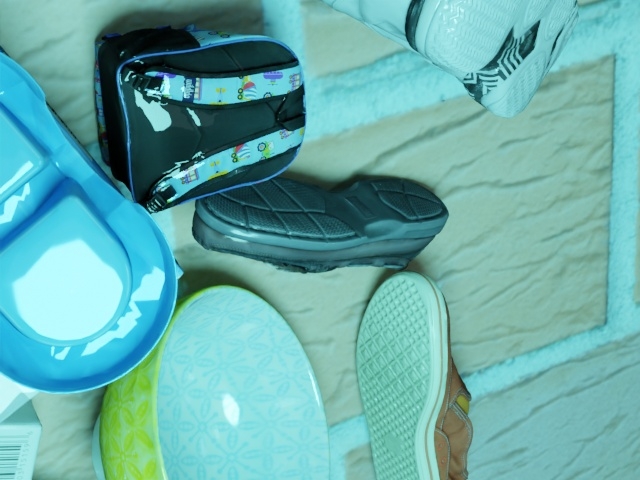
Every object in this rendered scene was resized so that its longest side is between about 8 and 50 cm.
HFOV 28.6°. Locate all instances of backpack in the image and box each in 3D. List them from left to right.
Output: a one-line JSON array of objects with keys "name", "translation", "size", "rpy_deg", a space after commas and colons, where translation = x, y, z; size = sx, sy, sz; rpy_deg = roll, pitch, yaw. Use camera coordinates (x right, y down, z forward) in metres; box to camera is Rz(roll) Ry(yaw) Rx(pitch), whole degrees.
[{"name": "backpack", "translation": [-0.105, -0.121, 1.128], "size": [0.173, 0.117, 0.158], "rpy_deg": [-15, 120, -20]}]

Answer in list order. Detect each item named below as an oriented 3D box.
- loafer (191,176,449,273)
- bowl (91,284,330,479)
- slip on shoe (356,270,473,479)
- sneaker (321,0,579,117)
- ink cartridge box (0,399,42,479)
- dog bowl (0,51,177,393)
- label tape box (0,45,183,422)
[{"name": "loafer", "translation": [0.000, 0.000, 1.243], "size": [0.302, 0.109, 0.095], "rpy_deg": [-4, 130, -39]}, {"name": "bowl", "translation": [-0.129, 0.198, 1.233], "size": [0.156, 0.289, 0.289], "rpy_deg": [-14, 133, 30]}, {"name": "slip on shoe", "translation": [0.115, 0.169, 1.402], "size": [0.101, 0.123, 0.331], "rpy_deg": [-30, 129, -33]}, {"name": "sneaker", "translation": [0.111, -0.235, 1.182], "size": [0.137, 0.210, 0.366], "rpy_deg": [-58, 160, 9]}, {"name": "ink cartridge box", "translation": [-0.411, 0.281, 1.202], "size": [0.239, 0.060, 0.275], "rpy_deg": [5, 112, -29]}, {"name": "dog bowl", "translation": [-0.241, -0.020, 0.966], "size": [0.166, 0.074, 0.297], "rpy_deg": [-41, 106, -6]}, {"name": "label tape box", "translation": [-0.328, 0.037, 1.047], "size": [0.347, 0.115, 0.249], "rpy_deg": [-40, 106, -7]}]
